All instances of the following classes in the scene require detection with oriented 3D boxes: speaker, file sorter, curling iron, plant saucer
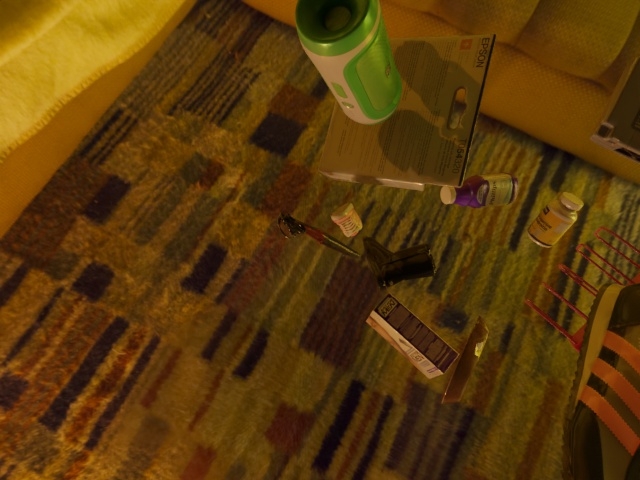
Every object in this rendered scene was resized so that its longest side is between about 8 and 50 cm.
[{"bbox_3d":[0.060,-0.299,0.721,0.131,0.296,0.131,-2,83,18],"label":"speaker"},{"bbox_3d":[0.731,0.127,1.181,0.182,0.202,0.291,45,104,24],"label":"file sorter"},{"bbox_3d":[0.000,0.000,1.047,0.035,0.273,0.068,-40,46,25],"label":"curling iron"},{"bbox_3d":[0.258,0.214,0.758,0.029,0.168,0.169,23,69,24],"label":"plant saucer"}]

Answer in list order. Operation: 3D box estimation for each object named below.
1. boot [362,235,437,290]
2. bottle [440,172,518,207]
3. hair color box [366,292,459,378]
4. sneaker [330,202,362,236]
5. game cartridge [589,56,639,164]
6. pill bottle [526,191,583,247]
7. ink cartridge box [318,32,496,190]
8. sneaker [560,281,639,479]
[{"bbox_3d":[0.267,0.054,1.481,0.207,0.094,0.247,-16,40,1],"label":"boot"},{"bbox_3d":[0.569,-0.176,1.551,0.282,0.092,0.118,-6,109,-18],"label":"bottle"},{"bbox_3d":[0.344,0.372,1.670,0.339,0.185,0.110,43,71,14],"label":"hair color box"},{"bbox_3d":[0.061,-0.041,0.926,0.050,0.134,0.070,-28,95,10],"label":"sneaker"},{"bbox_3d":[0.711,-0.226,0.844,0.297,0.062,0.198,27,88,4],"label":"game cartridge"},{"bbox_3d":[0.807,-0.072,1.486,0.103,0.184,0.103,15,38,-12],"label":"pill bottle"},{"bbox_3d":[0.182,-0.277,0.941,0.329,0.071,0.325,13,85,28],"label":"ink cartridge box"},{"bbox_3d":[0.334,0.176,0.431,0.112,0.131,0.319,44,61,-29],"label":"sneaker"}]
